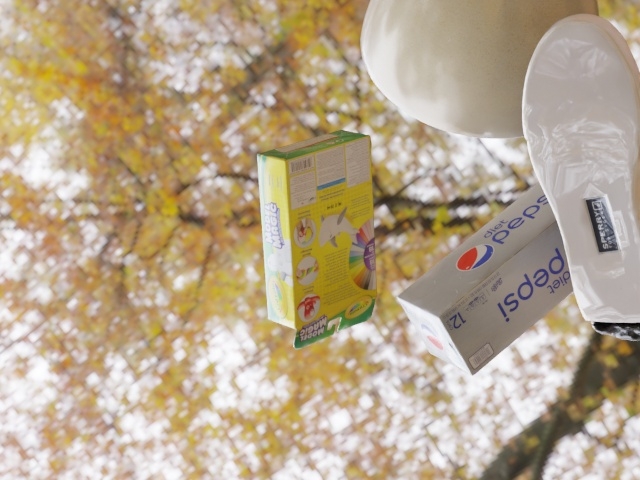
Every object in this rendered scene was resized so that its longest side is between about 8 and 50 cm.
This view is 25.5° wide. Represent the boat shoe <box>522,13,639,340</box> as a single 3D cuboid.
[{"bbox_3d":[0.299,-0.081,1.445,0.158,0.127,0.340,-46,-51,-54],"label":"boat shoe"}]

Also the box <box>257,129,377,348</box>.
[{"bbox_3d":[0.000,0.000,1.255,0.105,0.043,0.179,-19,-67,-39],"label":"box"}]

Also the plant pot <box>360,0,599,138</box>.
[{"bbox_3d":[0.196,-0.284,1.624,0.284,0.191,0.284,3,-129,-4],"label":"plant pot"}]

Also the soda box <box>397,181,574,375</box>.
[{"bbox_3d":[0.233,0.023,1.606,0.091,0.286,0.098,59,164,-25],"label":"soda box"}]
